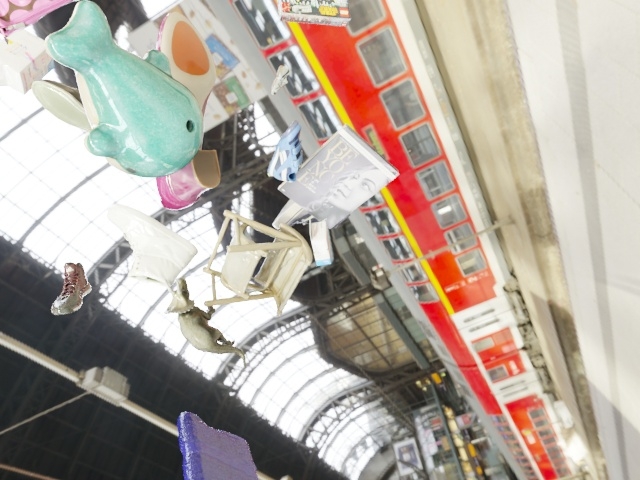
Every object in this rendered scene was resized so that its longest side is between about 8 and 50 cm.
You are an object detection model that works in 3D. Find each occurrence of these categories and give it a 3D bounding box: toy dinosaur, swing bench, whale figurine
[{"bbox_3d":[-0.335,0.254,1.285,0.313,0.121,0.160,53,-170,20],"label":"toy dinosaur"},{"bbox_3d":[-0.191,0.075,1.363,0.254,0.253,0.165,11,-141,-25],"label":"swing bench"},{"bbox_3d":[-0.276,-0.214,0.701,0.272,0.141,0.216,68,-142,-54],"label":"whale figurine"}]

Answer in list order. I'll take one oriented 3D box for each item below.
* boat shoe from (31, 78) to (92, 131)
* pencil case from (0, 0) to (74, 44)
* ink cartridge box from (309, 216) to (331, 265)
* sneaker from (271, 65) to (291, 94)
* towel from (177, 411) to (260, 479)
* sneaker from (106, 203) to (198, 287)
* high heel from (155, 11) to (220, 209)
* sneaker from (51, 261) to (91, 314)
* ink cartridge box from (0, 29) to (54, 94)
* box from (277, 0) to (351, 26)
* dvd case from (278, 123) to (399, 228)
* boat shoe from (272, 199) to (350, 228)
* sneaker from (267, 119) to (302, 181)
[{"bbox_3d":[-0.537,-0.300,1.062,0.227,0.081,0.069,31,-137,-18],"label":"boat shoe"},{"bbox_3d":[-0.639,-0.532,1.022,0.098,0.209,0.095,41,163,23],"label":"pencil case"},{"bbox_3d":[0.000,0.000,0.839,0.048,0.028,0.083,-92,-7,-45],"label":"ink cartridge box"},{"bbox_3d":[-0.105,-0.424,1.236,0.037,0.083,0.032,14,-139,-23],"label":"sneaker"},{"bbox_3d":[-0.235,0.555,1.075,0.227,0.076,0.308,40,179,-27],"label":"towel"},{"bbox_3d":[-0.525,0.021,1.330,0.292,0.169,0.108,29,152,3],"label":"sneaker"},{"bbox_3d":[-0.300,-0.255,0.927,0.127,0.181,0.377,4,-105,-46],"label":"high heel"},{"bbox_3d":[-1.007,0.175,1.836,0.281,0.106,0.162,-127,33,-68],"label":"sneaker"},{"bbox_3d":[-0.778,-0.457,1.189,0.090,0.092,0.143,29,-121,-10],"label":"ink cartridge box"},{"bbox_3d":[-0.014,-0.460,0.875,0.027,0.137,0.094,146,118,-70],"label":"box"},{"bbox_3d":[0.038,-0.133,1.026,0.164,0.221,0.018,37,-147,-24],"label":"dvd case"},{"bbox_3d":[-0.027,-0.082,1.487,0.158,0.340,0.127,38,-120,-12],"label":"boat shoe"},{"bbox_3d":[-0.057,-0.171,0.900,0.059,0.144,0.053,31,-130,3],"label":"sneaker"}]
